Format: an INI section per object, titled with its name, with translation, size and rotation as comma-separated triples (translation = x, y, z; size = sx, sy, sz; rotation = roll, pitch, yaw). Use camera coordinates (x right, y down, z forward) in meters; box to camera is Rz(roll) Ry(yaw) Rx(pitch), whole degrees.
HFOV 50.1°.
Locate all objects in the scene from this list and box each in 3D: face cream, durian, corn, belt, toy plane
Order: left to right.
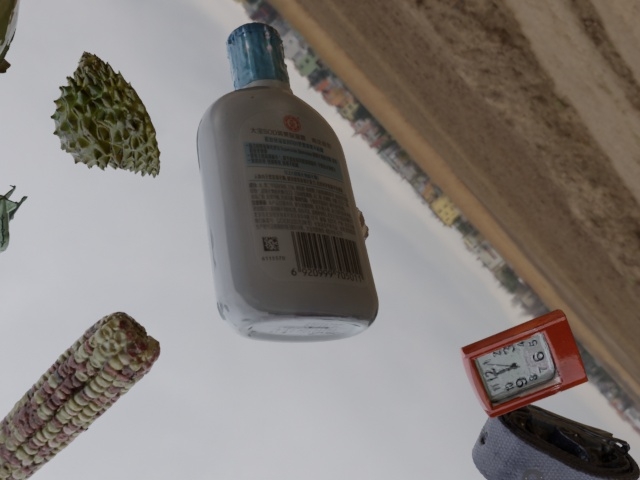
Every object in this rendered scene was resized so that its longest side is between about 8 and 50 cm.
[toy plane]
translation = -0.339, -0.019, 0.718
size = 0.033, 0.083, 0.080
rotation = 26, -148, -4
[corn]
translation = -0.262, 0.170, 0.697
size = 0.079, 0.237, 0.079
rotation = 44, -178, -2
[durian]
translation = -0.289, -0.142, 0.910
size = 0.119, 0.108, 0.187
rotation = 25, 143, 49
[face cream]
translation = -0.043, -0.069, 0.672
size = 0.163, 0.080, 0.337
rotation = 6, -121, -34
[belt]
translation = 0.354, 0.322, 1.028
size = 0.230, 0.126, 0.139
rotation = 20, -157, 0

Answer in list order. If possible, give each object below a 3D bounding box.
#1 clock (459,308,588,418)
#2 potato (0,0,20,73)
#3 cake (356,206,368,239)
[clock]
translation = 0.282, 0.171, 0.968
size = 0.061, 0.155, 0.113
rotation = -103, -10, -74
[potato]
translation = -0.246, -0.163, 0.358
size = 0.165, 0.165, 0.262
rotation = 37, -177, -46
[cake]
translation = 0.000, 0.000, 1.116
size = 0.134, 0.135, 0.147
rotation = 22, 166, 9
